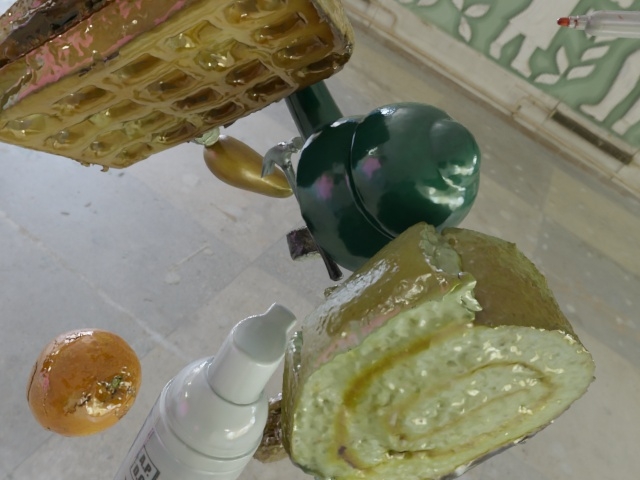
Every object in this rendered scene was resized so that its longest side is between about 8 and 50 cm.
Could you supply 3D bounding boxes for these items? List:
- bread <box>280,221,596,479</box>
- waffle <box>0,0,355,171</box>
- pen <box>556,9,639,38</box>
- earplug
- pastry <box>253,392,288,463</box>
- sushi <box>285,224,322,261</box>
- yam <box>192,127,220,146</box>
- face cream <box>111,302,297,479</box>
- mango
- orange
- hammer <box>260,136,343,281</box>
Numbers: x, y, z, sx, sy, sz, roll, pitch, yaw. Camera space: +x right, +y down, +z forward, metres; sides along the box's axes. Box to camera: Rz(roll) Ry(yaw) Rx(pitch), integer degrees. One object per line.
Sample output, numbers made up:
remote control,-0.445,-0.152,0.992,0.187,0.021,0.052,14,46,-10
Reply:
bread,0.070,0.100,0.420,0.186,0.257,0.124,48,15,-26
waffle,-0.144,-0.175,0.488,0.224,0.327,0.098,10,62,-70
pen,0.335,-0.197,0.477,0.218,0.026,0.026,8,34,13
earplug,0.053,-0.090,0.543,0.164,0.280,0.258,18,75,-32
pastry,-0.065,0.385,1.118,0.235,0.240,0.132,25,33,-56
sushi,0.000,0.000,1.119,0.150,0.090,0.078,-10,81,-23
yam,-0.262,-0.240,1.108,0.071,0.067,0.317,44,-3,-22
face cream,-0.150,0.238,0.658,0.145,0.370,0.145,26,22,-11
mango,-0.160,-0.159,1.170,0.227,0.099,0.136,25,6,-24
orange,-0.545,0.325,1.192,0.246,0.246,0.246,19,38,-15
hammer,-0.024,-0.043,0.853,0.029,0.103,0.246,-33,105,-43
